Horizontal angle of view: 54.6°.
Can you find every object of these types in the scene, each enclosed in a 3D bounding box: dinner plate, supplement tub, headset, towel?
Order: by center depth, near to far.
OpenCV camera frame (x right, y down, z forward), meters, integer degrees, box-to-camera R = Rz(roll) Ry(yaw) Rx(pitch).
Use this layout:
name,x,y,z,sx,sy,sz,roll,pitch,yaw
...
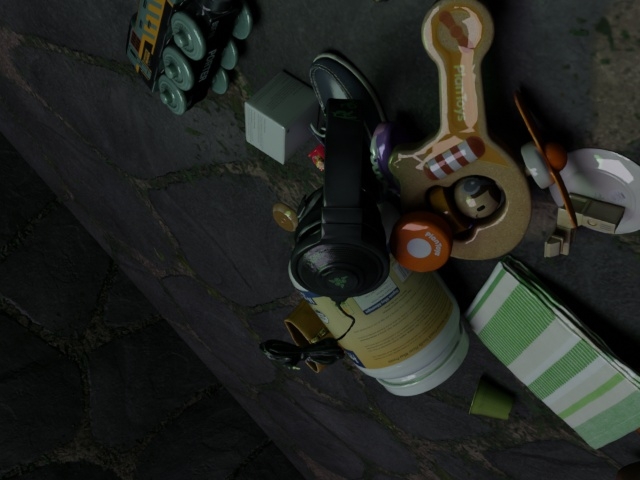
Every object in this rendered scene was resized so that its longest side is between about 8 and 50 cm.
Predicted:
name,x,y,z,sx,sy,sz,roll,pitch,yaw
dinner plate,0.365,-0.059,0.812,0.141,0.017,0.141,30,149,20
headset,0.000,0.000,0.877,0.185,0.243,0.394,1,110,2
towel,0.393,0.193,1.046,0.325,0.038,0.248,44,154,19
supplement tub,0.113,0.107,1.135,0.228,0.228,0.316,-6,126,55

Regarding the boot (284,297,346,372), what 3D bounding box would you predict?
name,x,y,z,sx,sy,sz,roll,pitch,yaw
boot,0.060,0.220,1.379,0.295,0.211,0.104,51,152,-16

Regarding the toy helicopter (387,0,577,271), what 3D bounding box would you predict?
name,x,y,z,sx,sy,sz,roll,pitch,yaw
toy helicopter,0.198,-0.126,0.774,0.235,0.140,0.355,0,124,19

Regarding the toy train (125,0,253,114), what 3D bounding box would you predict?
name,x,y,z,sx,sy,sz,roll,pitch,yaw
toy train,-0.235,-0.354,1.051,0.190,0.142,0.334,52,152,2

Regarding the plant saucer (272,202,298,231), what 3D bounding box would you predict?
name,x,y,z,sx,sy,sz,roll,pitch,yaw
plant saucer,-0.079,-0.048,1.393,0.083,0.015,0.083,32,150,21

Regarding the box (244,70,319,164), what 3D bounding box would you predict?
name,x,y,z,sx,sy,sz,roll,pitch,yaw
box,-0.065,-0.209,1.059,0.087,0.101,0.102,34,152,15

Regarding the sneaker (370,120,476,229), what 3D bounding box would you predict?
name,x,y,z,sx,sy,sz,roll,pitch,yaw
sneaker,0.167,-0.090,0.952,0.104,0.095,0.236,-5,132,46

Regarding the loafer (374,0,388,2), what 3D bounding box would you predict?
name,x,y,z,sx,sy,sz,roll,pitch,yaw
loafer,0.036,-0.362,0.760,0.170,0.061,0.062,41,153,4

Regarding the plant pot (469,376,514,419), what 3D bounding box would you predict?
name,x,y,z,sx,sy,sz,roll,pitch,yaw
plant pot,0.365,0.343,1.314,0.079,0.083,0.083,18,145,18

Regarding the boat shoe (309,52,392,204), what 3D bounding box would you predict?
name,x,y,z,sx,sy,sz,roll,pitch,yaw
boat shoe,0.051,-0.172,0.986,0.095,0.079,0.254,6,135,50

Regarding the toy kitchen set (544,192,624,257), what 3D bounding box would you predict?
name,x,y,z,sx,sy,sz,roll,pitch,yaw
toy kitchen set,0.346,-0.002,0.821,0.075,0.068,0.083,21,146,33

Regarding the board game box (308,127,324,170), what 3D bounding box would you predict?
name,x,y,z,sx,sy,sz,roll,pitch,yaw
board game box,0.016,-0.123,1.053,0.133,0.033,0.168,51,-174,2

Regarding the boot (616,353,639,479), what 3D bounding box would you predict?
name,x,y,z,sx,sy,sz,roll,pitch,yaw
boot,0.535,0.325,1.048,0.280,0.096,0.264,46,156,0
